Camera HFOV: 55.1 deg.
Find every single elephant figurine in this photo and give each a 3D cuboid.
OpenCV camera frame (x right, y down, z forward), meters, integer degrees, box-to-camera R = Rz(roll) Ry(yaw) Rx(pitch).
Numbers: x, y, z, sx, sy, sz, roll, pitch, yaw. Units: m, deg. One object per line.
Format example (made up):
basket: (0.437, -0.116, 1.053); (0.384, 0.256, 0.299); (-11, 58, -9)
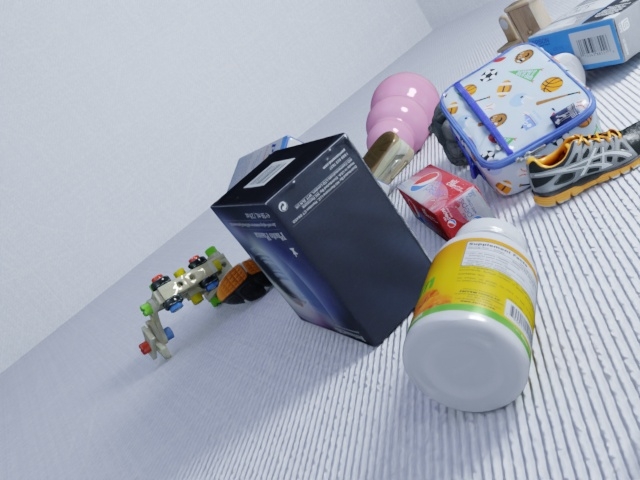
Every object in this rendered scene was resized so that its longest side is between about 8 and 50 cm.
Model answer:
elephant figurine: (0.383, -0.278, 1.386); (0.239, 0.186, 0.169); (-24, -26, 2)

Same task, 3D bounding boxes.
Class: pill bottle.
pill bottle: (0.491, -0.349, 1.390); (0.108, 0.108, 0.180); (-41, 18, -20)
pill bottle: (0.193, 0.075, 0.753); (0.136, 0.136, 0.246); (-24, 20, 33)

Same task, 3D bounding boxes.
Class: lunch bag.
lunch bag: (0.366, -0.230, 1.161); (0.243, 0.115, 0.303); (-29, 41, 12)

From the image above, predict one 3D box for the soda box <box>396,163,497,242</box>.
soda box: (0.232, -0.072, 1.175); (0.092, 0.083, 0.263); (-34, 16, 2)

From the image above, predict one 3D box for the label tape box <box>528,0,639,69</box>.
label tape box: (0.678, -0.504, 1.383); (0.333, 0.106, 0.240); (-35, 20, -17)

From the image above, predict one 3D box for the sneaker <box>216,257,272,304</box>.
sneaker: (-0.151, 0.073, 1.525); (0.262, 0.099, 0.121); (-36, 6, -24)

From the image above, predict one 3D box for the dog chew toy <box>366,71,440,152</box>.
dog chew toy: (0.220, -0.329, 1.726); (0.206, 0.207, 0.332); (-21, 30, 39)

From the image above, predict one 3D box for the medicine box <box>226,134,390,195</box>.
medicine box: (-0.041, -0.088, 1.358); (0.289, 0.263, 0.149); (-7, 63, 61)

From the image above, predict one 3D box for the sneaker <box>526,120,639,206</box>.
sneaker: (0.429, -0.136, 0.973); (0.214, 0.083, 0.084); (-30, 16, 11)

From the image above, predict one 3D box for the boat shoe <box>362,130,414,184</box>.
boat shoe: (0.115, -0.128, 1.536); (0.302, 0.098, 0.109); (-51, 32, 11)

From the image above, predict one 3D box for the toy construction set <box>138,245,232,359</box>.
toy construction set: (-0.334, 0.139, 1.525); (0.328, 0.151, 0.215); (-47, -1, -32)

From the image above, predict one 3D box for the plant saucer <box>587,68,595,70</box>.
plant saucer: (0.673, -0.441, 1.439); (0.119, 0.021, 0.119); (-32, 17, 11)

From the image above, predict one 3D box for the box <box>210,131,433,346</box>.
box: (0.000, 0.000, 1.053); (0.182, 0.294, 0.296); (-44, 18, -18)

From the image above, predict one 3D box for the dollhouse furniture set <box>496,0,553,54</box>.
dollhouse furniture set: (0.488, -0.518, 1.745); (0.355, 0.174, 0.303); (-38, 16, -11)
